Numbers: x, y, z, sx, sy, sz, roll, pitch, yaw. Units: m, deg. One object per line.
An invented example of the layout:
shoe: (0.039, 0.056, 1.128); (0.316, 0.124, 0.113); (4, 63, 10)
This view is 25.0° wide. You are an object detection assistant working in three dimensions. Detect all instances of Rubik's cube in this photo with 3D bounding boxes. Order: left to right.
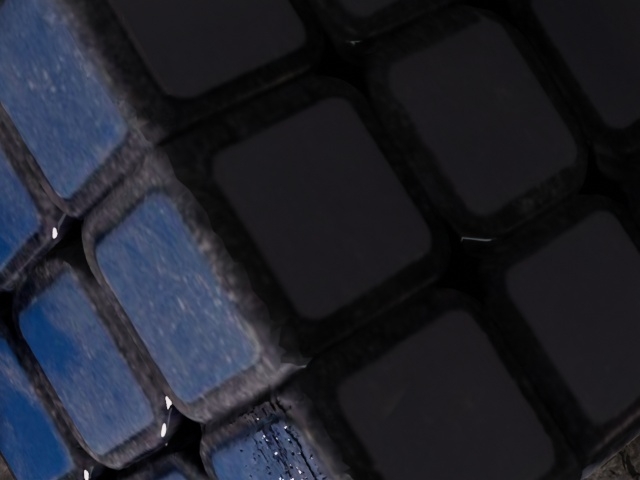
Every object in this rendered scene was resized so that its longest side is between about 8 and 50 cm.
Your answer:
Rubik's cube: (0.000, 0.000, 0.720); (0.303, 0.305, 0.301); (-31, 178, -36)
